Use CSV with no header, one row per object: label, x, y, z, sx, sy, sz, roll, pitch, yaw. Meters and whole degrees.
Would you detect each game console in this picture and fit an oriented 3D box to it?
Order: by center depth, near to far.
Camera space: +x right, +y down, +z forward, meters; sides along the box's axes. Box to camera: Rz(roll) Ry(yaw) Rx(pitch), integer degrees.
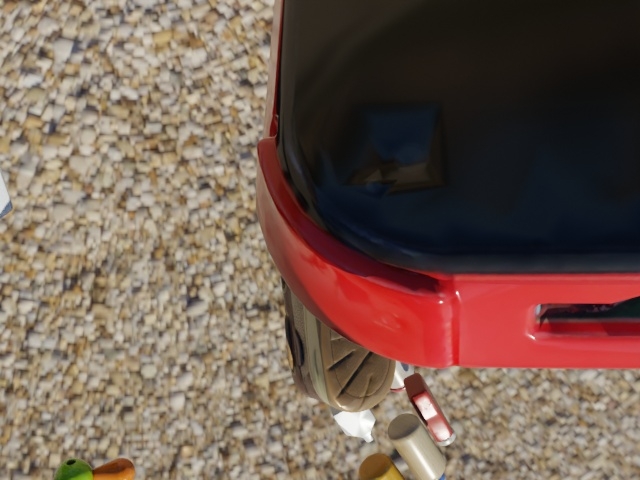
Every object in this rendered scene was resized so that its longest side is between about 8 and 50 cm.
game console,0.175,-0.119,0.424,0.386,0.342,0.060,0,150,7

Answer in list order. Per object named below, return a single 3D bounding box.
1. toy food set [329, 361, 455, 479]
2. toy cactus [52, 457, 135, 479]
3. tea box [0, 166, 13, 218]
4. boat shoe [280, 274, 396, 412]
toy food set,0.086,0.212,1.412,0.111,0.232,0.105,-29,123,4
toy cactus,-0.219,0.241,0.963,0.218,0.112,0.180,-5,151,-15
tea box,-0.443,-0.155,0.919,0.220,0.329,0.324,-35,136,-29
boat shoe,0.000,0.000,1.253,0.123,0.123,0.342,-9,97,-34
